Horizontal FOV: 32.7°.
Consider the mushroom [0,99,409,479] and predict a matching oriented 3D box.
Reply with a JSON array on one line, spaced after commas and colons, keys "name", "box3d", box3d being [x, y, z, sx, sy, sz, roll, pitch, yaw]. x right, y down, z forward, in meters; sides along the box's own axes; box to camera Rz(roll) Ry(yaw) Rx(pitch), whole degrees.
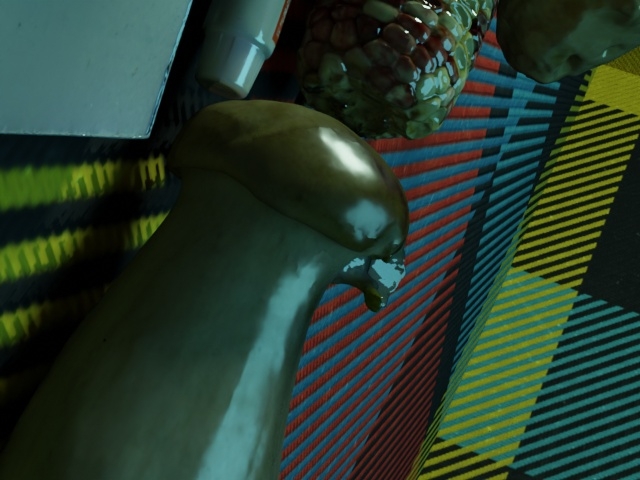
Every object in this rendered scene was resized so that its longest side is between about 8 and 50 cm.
[{"name": "mushroom", "box3d": [-0.070, 0.106, 0.452, 0.128, 0.128, 0.350, 42, 70, -75]}]

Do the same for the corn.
[{"name": "corn", "box3d": [0.069, -0.189, 0.620, 0.098, 0.098, 0.290, 77, 32, -66]}]

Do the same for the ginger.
[{"name": "ginger", "box3d": [0.194, -0.264, 0.703, 0.354, 0.126, 0.190, -66, -158, -4]}]

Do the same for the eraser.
[{"name": "eraser", "box3d": [-0.080, -0.085, 0.345, 0.150, 0.023, 0.104, -15, 125, -74]}]

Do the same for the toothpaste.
[{"name": "toothpaste", "box3d": [-0.009, -0.167, 0.491, 0.052, 0.033, 0.218, 74, 35, -77]}]

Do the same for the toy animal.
[{"name": "toy animal", "box3d": [0.000, 0.000, 0.632, 0.155, 0.095, 0.219, -11, 120, -79]}]
